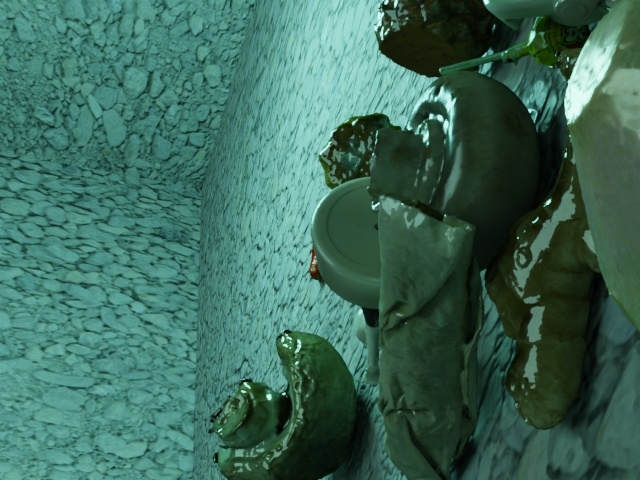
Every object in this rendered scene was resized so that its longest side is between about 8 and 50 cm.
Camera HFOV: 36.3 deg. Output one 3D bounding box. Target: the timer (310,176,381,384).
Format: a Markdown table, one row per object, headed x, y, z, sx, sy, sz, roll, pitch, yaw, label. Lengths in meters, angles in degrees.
| x | y | z | sx | sy | sz | roll | pitch | yaw | label |
| --- | --- | --- | --- | --- | --- | --- | --- | --- | --- |
| 0.072 | 0.063 | 1.317 | 0.266 | 0.175 | 0.175 | 92 | 177 | -51 | timer |

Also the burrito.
| x | y | z | sx | sy | sz | roll | pitch | yaw | label |
| --- | --- | --- | --- | --- | --- | --- | --- | --- | --- |
| 0.113 | 0.123 | 1.020 | 0.076 | 0.117 | 0.392 | -41 | -40 | -39 | burrito |

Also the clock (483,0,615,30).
| x | y | z | sx | sy | sz | roll | pitch | yaw | label |
| --- | --- | --- | --- | --- | --- | --- | --- | --- | --- |
| 0.244 | -0.266 | 0.899 | 0.191 | 0.062 | 0.151 | 26 | 88 | 58 | clock |

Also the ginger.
| x | y | z | sx | sy | sz | roll | pitch | yaw | label |
| --- | --- | --- | --- | --- | --- | --- | --- | --- | --- |
| 0.215 | -0.001 | 0.876 | 0.148 | 0.081 | 0.334 | -126 | 46 | -64 | ginger |

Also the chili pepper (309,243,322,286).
| x | y | z | sx | sy | sz | roll | pitch | yaw | label |
| --- | --- | --- | --- | --- | --- | --- | --- | --- | --- |
| 0.000 | 0.000 | 1.818 | 0.045 | 0.027 | 0.178 | 140 | 139 | -70 | chili pepper |

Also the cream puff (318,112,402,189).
| x | y | z | sx | sy | sz | roll | pitch | yaw | label |
| --- | --- | --- | --- | --- | --- | --- | --- | --- | --- |
| 0.075 | -0.118 | 1.451 | 0.116 | 0.146 | 0.146 | 14 | -95 | -65 | cream puff |

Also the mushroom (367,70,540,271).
| x | y | z | sx | sy | sz | roll | pitch | yaw | label |
| --- | --- | --- | --- | --- | --- | --- | --- | --- | --- |
| 0.135 | -0.073 | 1.045 | 0.226 | 0.178 | 0.227 | -160 | 90 | -78 | mushroom |

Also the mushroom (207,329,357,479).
| x | y | z | sx | sy | sz | roll | pitch | yaw | label |
| --- | --- | --- | --- | --- | --- | --- | --- | --- | --- |
| -0.035 | 0.288 | 1.470 | 0.267 | 0.189 | 0.164 | -51 | 42 | 8 | mushroom |

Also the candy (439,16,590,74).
| x | y | z | sx | sy | sz | roll | pitch | yaw | label |
| --- | --- | --- | --- | --- | --- | --- | --- | --- | --- |
| 0.196 | -0.197 | 1.023 | 0.194 | 0.062 | 0.058 | -5 | 102 | 52 | candy |

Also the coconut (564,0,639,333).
| x | y | z | sx | sy | sz | roll | pitch | yaw | label |
| --- | --- | --- | --- | --- | --- | --- | --- | --- | --- |
| 0.240 | -0.051 | 0.485 | 0.233 | 0.245 | 0.233 | -169 | 90 | -73 | coconut |

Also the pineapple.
| x | y | z | sx | sy | sz | roll | pitch | yaw | label |
| --- | --- | --- | --- | --- | --- | --- | --- | --- | --- |
| 0.170 | -0.345 | 1.212 | 0.158 | 0.157 | 0.279 | 163 | 127 | -74 | pineapple |
